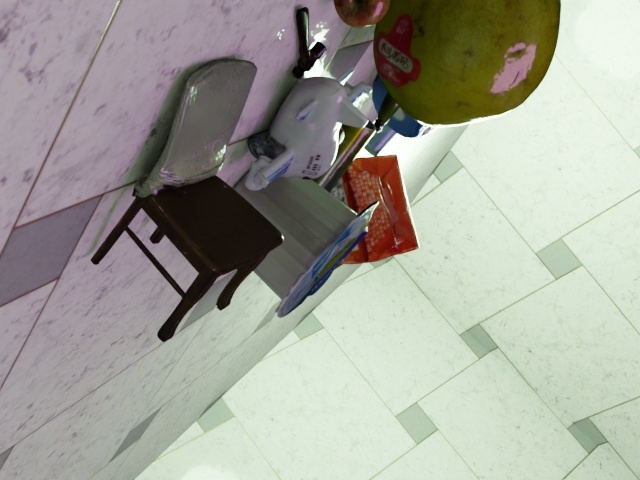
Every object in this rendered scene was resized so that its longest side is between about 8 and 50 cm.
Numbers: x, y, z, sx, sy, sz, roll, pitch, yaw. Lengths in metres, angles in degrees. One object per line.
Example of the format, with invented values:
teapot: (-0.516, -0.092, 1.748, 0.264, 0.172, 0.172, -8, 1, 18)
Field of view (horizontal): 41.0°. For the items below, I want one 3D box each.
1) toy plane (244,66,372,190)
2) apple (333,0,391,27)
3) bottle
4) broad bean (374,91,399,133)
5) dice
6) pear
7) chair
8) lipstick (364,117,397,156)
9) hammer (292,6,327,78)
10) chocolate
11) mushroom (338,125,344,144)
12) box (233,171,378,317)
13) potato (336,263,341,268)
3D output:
toy plane: (-0.016, -0.172, 1.342, 0.267, 0.122, 0.267, -44, 180, 0)
apple: (0.059, -0.332, 1.164, 0.084, 0.084, 0.071, -53, 179, 26)
bottle: (-0.003, -0.134, 1.721, 0.286, 0.082, 0.082, -53, 171, 23)
broad bean: (0.183, -0.313, 1.618, 0.043, 0.060, 0.297, -12, 157, -47)
dice: (0.199, -0.306, 1.753, 0.146, 0.143, 0.146, -38, 164, -17)
pear: (0.235, -0.357, 1.343, 0.287, 0.287, 0.375, -38, 143, -53)
chair: (-0.140, -0.048, 1.084, 0.319, 0.186, 0.160, -51, 166, 31)
lipstick: (0.201, -0.316, 2.021, 0.274, 0.061, 0.068, -48, 162, -5)
hammer: (-0.020, -0.284, 1.190, 0.065, 0.021, 0.178, -48, 169, -9)
chocolate: (0.110, -0.070, 1.969, 0.108, 0.237, 0.234, -15, 180, 37)
mushroom: (0.010, -0.201, 1.532, 0.129, 0.073, 0.088, -49, 142, -14)
box: (-0.057, -0.020, 1.539, 0.262, 0.206, 0.291, -46, 172, -10)
potato: (0.000, 0.000, 2.053, 0.262, 0.165, 0.165, -46, 171, -21)
